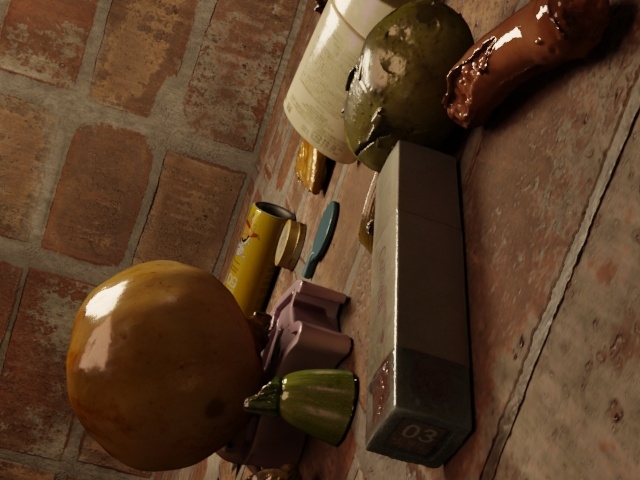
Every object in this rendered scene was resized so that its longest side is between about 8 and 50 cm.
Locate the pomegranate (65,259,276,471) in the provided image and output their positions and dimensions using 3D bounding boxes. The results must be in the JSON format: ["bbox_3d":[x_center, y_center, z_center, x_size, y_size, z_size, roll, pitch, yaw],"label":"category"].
[{"bbox_3d":[-0.219,0.186,1.399,0.338,0.338,0.338,-163,90,-79],"label":"pomegranate"}]

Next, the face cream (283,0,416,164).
[{"bbox_3d":[0.053,-0.287,1.480,0.081,0.173,0.348,-35,-17,-38],"label":"face cream"}]

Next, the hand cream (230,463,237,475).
[{"bbox_3d":[-0.154,0.379,1.793,0.067,0.042,0.194,-89,15,-51],"label":"hand cream"}]

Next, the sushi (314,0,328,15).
[{"bbox_3d":[0.076,-0.476,1.586,0.343,0.196,0.182,-84,-28,-64],"label":"sushi"}]

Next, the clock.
[{"bbox_3d":[-0.034,0.197,1.370,0.290,0.080,0.275,127,157,-64],"label":"clock"}]

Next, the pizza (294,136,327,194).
[{"bbox_3d":[-0.010,-0.181,1.880,0.193,0.053,0.201,161,114,-75],"label":"pizza"}]

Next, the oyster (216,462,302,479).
[{"bbox_3d":[-0.112,0.446,1.241,0.198,0.133,0.337,-119,49,-78],"label":"oyster"}]

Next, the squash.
[{"bbox_3d":[-0.030,0.204,1.192,0.105,0.132,0.105,-165,90,-80],"label":"squash"}]

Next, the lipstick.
[{"bbox_3d":[0.098,0.046,0.933,0.371,0.079,0.076,-85,16,-46],"label":"lipstick"}]

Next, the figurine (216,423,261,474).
[{"bbox_3d":[-0.133,0.326,1.575,0.138,0.125,0.125,-100,27,-45],"label":"figurine"}]

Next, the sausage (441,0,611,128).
[{"bbox_3d":[0.182,-0.170,0.863,0.304,0.078,0.078,149,137,-74],"label":"sausage"}]

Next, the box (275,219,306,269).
[{"bbox_3d":[-0.064,0.009,1.912,0.105,0.037,0.105,-164,90,-80],"label":"box"}]

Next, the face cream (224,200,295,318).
[{"bbox_3d":[-0.161,0.088,2.102,0.105,0.105,0.349,-104,33,-70],"label":"face cream"}]

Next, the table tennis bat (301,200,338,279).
[{"bbox_3d":[0.000,0.000,1.660,0.100,0.019,0.155,-102,33,-68],"label":"table tennis bat"}]

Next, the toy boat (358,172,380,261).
[{"bbox_3d":[0.087,-0.045,1.214,0.047,0.049,0.149,2,-75,-70],"label":"toy boat"}]

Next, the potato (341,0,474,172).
[{"bbox_3d":[0.099,-0.174,1.095,0.169,0.143,0.248,-63,3,-28],"label":"potato"}]
